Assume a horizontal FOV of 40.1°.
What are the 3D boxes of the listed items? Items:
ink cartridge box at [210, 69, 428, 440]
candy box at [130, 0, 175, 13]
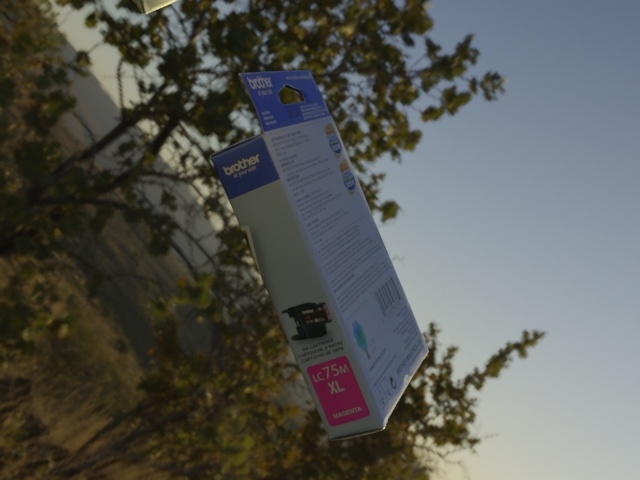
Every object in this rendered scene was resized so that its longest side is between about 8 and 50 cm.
[{"bbox_3d":[0.000,0.000,0.794,0.311,0.065,0.186,69,22,-5],"label":"ink cartridge box"},{"bbox_3d":[-0.105,-0.253,0.593,0.233,0.159,0.071,45,-24,40],"label":"candy box"}]
